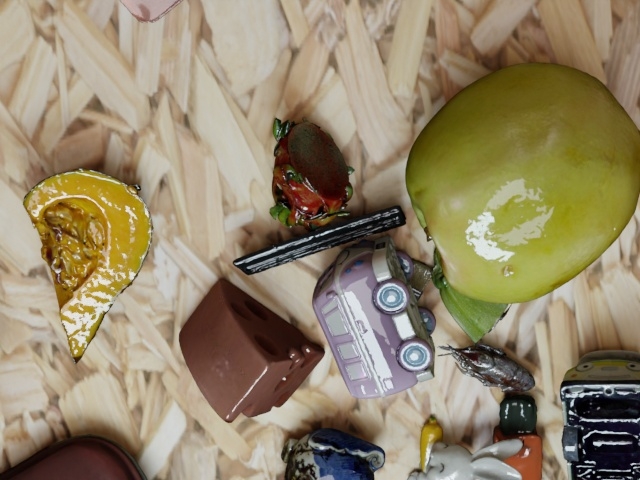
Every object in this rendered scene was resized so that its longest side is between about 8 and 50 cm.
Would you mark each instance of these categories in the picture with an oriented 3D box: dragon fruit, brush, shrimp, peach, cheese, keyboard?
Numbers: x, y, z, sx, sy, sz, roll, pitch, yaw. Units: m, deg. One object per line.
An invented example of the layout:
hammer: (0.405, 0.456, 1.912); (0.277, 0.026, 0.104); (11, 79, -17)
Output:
dragon fruit: (-0.020, -0.078, 1.735); (0.142, 0.138, 0.175); (44, 132, 21)
brush: (0.112, 0.104, 1.863); (0.043, 0.014, 0.170); (27, 110, -6)
shrimp: (0.246, 0.185, 1.870); (0.165, 0.065, 0.056); (25, 77, -4)
peach: (0.264, -0.081, 1.648); (0.316, 0.314, 0.281); (-38, 91, 11)
brush: (0.303, 0.386, 1.953); (0.070, 0.051, 0.323); (-3, 108, -6)
cheese: (-0.104, 0.184, 1.805); (0.203, 0.177, 0.128); (37, 107, -13)
keyboard: (0.000, 0.000, 1.791); (0.251, 0.087, 0.017); (-18, 73, 7)

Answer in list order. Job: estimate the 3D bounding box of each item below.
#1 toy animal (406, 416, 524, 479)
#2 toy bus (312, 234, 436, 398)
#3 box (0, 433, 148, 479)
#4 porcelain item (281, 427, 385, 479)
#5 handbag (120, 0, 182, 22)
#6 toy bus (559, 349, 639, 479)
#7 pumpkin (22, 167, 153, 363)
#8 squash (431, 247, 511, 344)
toy animal: (0.210, 0.342, 1.902); (0.127, 0.131, 0.181); (22, 126, -17)
toy bus: (0.076, 0.108, 1.786); (0.142, 0.142, 0.202); (-18, 106, 14)
box: (-0.426, 0.469, 1.922); (0.404, 0.108, 0.263); (-29, 86, 11)
porcelain item: (0.012, 0.422, 1.922); (0.186, 0.138, 0.288); (13, 112, -16)
handbag: (-0.237, -0.407, 1.644); (0.157, 0.059, 0.212); (-36, 108, 14)
toy bus: (0.437, 0.312, 1.852); (0.143, 0.179, 0.305); (-2, 112, 18)
pumpkin: (-0.314, 0.015, 1.793); (0.163, 0.111, 0.278); (-15, 111, -8)
squash: (0.204, 0.071, 1.816); (0.132, 0.105, 0.105); (37, 107, 0)
